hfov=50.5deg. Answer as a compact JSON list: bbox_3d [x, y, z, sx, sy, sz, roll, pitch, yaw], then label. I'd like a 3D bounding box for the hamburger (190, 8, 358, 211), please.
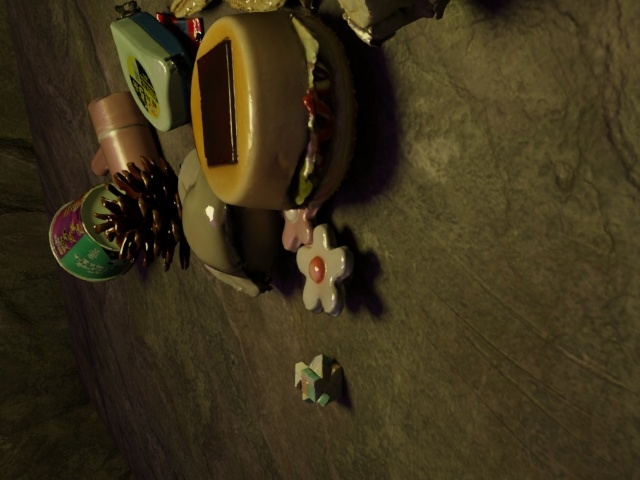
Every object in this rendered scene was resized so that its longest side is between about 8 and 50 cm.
[{"bbox_3d":[-0.069,-0.178,0.956,0.302,0.170,0.302,19,112,60],"label":"hamburger"}]

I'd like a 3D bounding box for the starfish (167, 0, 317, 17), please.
[{"bbox_3d":[-0.174,-0.491,1.050,0.432,0.082,0.324,19,129,56],"label":"starfish"}]

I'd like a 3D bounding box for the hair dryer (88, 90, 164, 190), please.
[{"bbox_3d":[-0.512,-0.211,1.710,0.352,0.125,0.211,-23,86,59],"label":"hair dryer"}]

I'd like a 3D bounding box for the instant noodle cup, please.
[{"bbox_3d":[-0.569,-0.031,1.803,0.190,0.251,0.251,-28,80,50],"label":"instant noodle cup"}]

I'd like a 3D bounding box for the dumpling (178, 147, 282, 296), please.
[{"bbox_3d":[-0.171,-0.026,1.160,0.163,0.204,0.293,-70,-19,-58],"label":"dumpling"}]

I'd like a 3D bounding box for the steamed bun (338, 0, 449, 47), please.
[{"bbox_3d":[0.047,-0.395,0.605,0.394,0.237,0.347,53,-168,-32],"label":"steamed bun"}]

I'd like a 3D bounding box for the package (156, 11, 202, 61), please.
[{"bbox_3d":[-0.281,-0.403,1.341,0.200,0.022,0.083,28,129,49],"label":"package"}]

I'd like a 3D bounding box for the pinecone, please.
[{"bbox_3d":[-0.324,-0.060,1.363,0.264,0.264,0.264,33,131,48],"label":"pinecone"}]

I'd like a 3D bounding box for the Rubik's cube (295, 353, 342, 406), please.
[{"bbox_3d":[-0.008,0.238,1.159,0.075,0.073,0.084,2,108,57],"label":"Rubik's cube"}]

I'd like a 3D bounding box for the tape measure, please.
[{"bbox_3d":[-0.273,-0.287,1.293,0.351,0.097,0.215,47,153,33],"label":"tape measure"}]

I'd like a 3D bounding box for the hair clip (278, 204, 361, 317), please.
[{"bbox_3d":[-0.007,0.001,1.051,0.257,0.075,0.146,63,148,25],"label":"hair clip"}]
